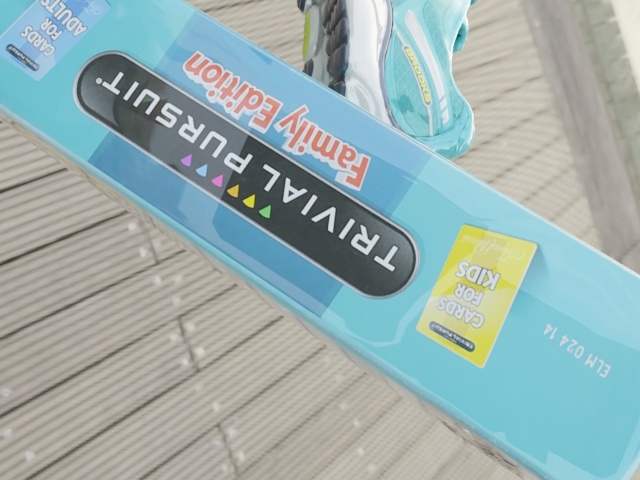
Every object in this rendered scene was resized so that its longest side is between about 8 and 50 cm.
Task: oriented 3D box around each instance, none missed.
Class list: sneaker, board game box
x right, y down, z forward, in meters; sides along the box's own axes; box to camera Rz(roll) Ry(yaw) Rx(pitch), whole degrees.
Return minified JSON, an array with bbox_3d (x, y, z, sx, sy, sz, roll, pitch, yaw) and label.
[{"bbox_3d":[0.046,-0.163,0.766,0.110,0.107,0.275,11,58,-18],"label":"sneaker"},{"bbox_3d":[0.000,0.000,0.533,0.079,0.336,0.254,-55,163,-4],"label":"board game box"}]
